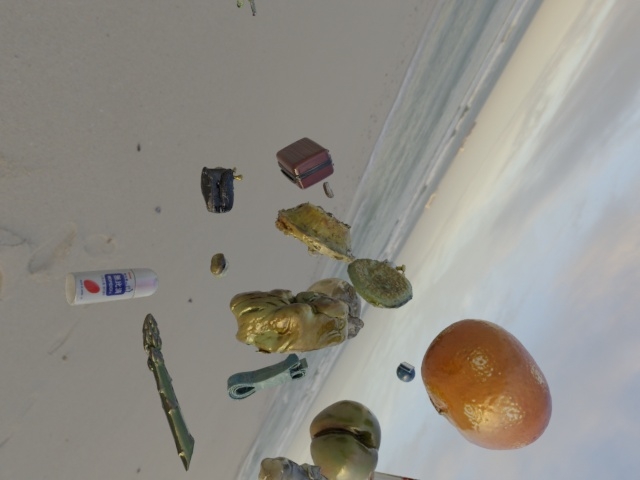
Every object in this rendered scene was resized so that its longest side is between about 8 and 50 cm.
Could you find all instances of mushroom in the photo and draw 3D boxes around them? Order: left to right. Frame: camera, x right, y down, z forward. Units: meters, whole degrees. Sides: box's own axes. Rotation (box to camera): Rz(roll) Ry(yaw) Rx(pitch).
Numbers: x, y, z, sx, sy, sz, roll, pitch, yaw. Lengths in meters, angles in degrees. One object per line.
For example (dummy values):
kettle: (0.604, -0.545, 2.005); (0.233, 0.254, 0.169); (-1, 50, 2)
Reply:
mushroom: (-0.492, 0.136, 2.009); (0.333, 0.088, 0.107); (141, -38, -73)
mushroom: (-0.055, 0.609, 1.029); (0.099, 0.278, 0.096); (-39, -150, 3)
mushroom: (0.066, 0.333, 1.890); (0.314, 0.315, 0.336); (-60, -157, -1)

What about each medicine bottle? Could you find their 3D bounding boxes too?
medicine bottle: (-0.839, 0.183, 1.684); (0.341, 0.130, 0.130); (-1, 124, -48)

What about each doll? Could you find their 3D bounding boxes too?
doll: (-0.402, -0.265, 1.680); (0.102, 0.180, 0.088); (53, 37, -51)
doll: (0.278, 0.155, 2.000); (0.119, 0.293, 0.138); (30, 65, -44)

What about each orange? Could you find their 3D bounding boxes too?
orange: (0.512, 0.461, 1.314); (0.326, 0.423, 0.424); (-28, 165, -4)

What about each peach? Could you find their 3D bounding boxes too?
peach: (0.088, 0.737, 1.492); (0.292, 0.248, 0.292); (-49, -149, 42)

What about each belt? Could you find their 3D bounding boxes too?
belt: (-0.192, 0.496, 1.497); (0.072, 0.303, 0.087); (-130, -156, -68)

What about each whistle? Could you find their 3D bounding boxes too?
whistle: (0.365, 0.571, 1.765); (0.090, 0.090, 0.158); (-61, 155, 2)

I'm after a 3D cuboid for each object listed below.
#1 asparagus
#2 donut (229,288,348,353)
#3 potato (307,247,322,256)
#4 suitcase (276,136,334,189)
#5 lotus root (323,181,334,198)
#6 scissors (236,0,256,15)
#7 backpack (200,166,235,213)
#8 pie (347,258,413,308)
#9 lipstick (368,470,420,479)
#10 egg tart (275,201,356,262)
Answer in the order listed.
asparagus: (-0.224, 0.220, 0.597); (0.034, 0.235, 0.027); (-13, -176, 37)
donut: (-0.096, 0.235, 1.251); (0.360, 0.361, 0.169); (4, 88, -79)
potato: (0.000, 0.000, 1.965); (0.200, 0.081, 0.163); (57, 43, -72)
suitcase: (-0.084, -0.405, 2.134); (0.236, 0.297, 0.161); (-30, 127, -10)
lotus root: (0.032, -0.237, 1.949); (0.030, 0.083, 0.037); (-21, -177, 41)
scissors: (-0.225, -0.776, 1.289); (0.020, 0.187, 0.133); (-1, 138, -32)
backpack: (-0.375, -0.181, 1.487); (0.106, 0.120, 0.165); (-162, -105, -67)
pie: (0.252, 0.180, 1.747); (0.323, 0.323, 0.070); (-42, 158, -60)
lipstick: (0.185, 0.602, 1.015); (0.038, 0.131, 0.038); (-164, -90, -80)
egg tart: (-0.001, -0.025, 0.940); (0.090, 0.213, 0.212); (-59, 170, 10)
